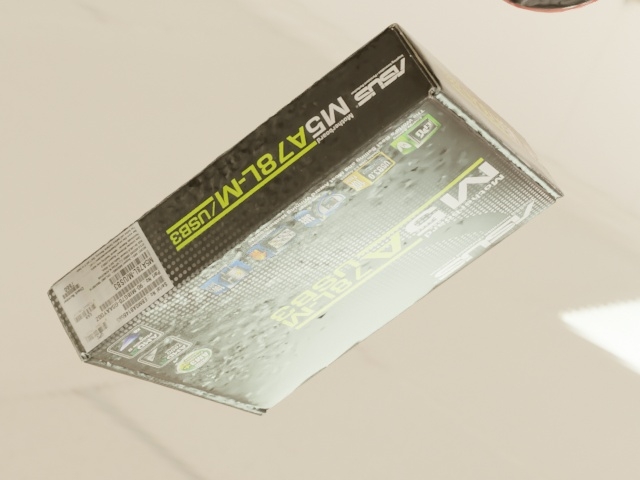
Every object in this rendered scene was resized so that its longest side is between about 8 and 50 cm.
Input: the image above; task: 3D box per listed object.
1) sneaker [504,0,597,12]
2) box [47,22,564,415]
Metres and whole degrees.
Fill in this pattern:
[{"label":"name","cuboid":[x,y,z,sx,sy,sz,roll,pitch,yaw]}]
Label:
[{"label":"sneaker","cuboid":[0.001,-0.203,0.856,0.314,0.116,0.136,26,-162,-15]},{"label":"box","cuboid":[0.000,0.000,0.838,0.045,0.191,0.184,59,-168,25]}]
